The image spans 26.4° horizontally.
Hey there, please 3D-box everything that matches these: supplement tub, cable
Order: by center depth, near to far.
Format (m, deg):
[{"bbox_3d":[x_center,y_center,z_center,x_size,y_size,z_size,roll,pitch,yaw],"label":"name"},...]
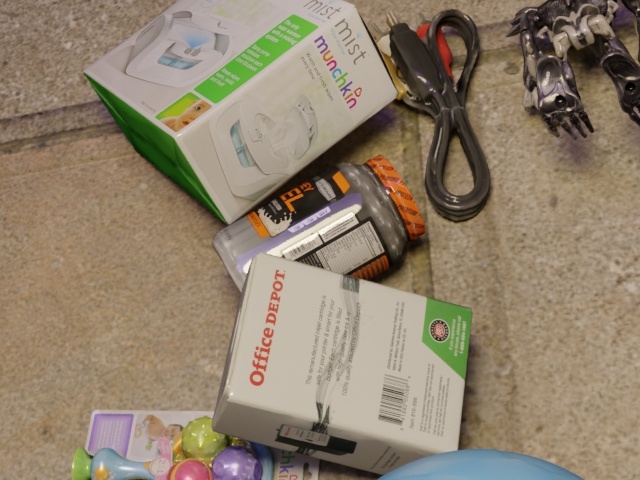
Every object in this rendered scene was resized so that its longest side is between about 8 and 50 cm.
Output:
[{"bbox_3d":[0.000,0.000,1.342,0.190,0.117,0.117,-30,52,-5],"label":"supplement tub"},{"bbox_3d":[0.130,-0.143,1.461,0.139,0.072,0.287,-15,63,-14],"label":"cable"}]

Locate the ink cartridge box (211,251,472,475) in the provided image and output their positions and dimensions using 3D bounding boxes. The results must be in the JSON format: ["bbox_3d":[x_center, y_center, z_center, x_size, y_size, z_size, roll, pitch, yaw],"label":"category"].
[{"bbox_3d":[0.019,0.115,1.218,0.208,0.087,0.153,16,57,-7],"label":"ink cartridge box"}]

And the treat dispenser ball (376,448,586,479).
[{"bbox_3d":[0.118,0.296,0.985,0.288,0.288,0.288,-8,54,12],"label":"treat dispenser ball"}]

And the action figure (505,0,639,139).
[{"bbox_3d":[0.273,-0.183,1.380,0.164,0.141,0.275,-15,26,17],"label":"action figure"}]

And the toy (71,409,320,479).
[{"bbox_3d":[-0.122,0.211,1.268,0.237,0.056,0.137,-3,56,15],"label":"toy"}]

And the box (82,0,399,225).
[{"bbox_3d":[-0.087,-0.166,1.445,0.231,0.127,0.262,-38,35,-10],"label":"box"}]
